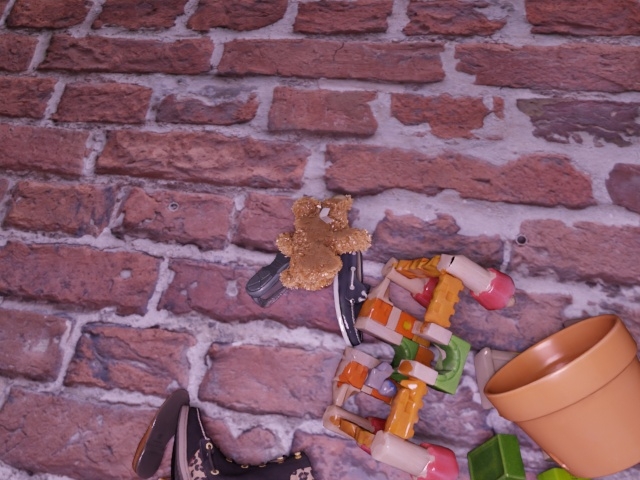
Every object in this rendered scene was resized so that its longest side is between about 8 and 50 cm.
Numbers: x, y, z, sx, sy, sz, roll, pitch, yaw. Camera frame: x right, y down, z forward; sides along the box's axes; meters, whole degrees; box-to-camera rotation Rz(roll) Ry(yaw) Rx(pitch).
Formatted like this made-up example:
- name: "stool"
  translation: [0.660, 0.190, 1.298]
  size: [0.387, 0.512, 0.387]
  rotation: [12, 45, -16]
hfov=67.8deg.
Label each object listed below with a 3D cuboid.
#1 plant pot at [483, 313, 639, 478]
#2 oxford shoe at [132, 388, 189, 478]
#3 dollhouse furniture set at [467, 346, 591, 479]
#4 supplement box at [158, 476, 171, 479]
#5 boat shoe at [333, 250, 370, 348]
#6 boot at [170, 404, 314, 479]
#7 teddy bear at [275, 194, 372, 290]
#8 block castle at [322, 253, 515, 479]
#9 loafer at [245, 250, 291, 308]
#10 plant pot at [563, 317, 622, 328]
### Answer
- name: "plant pot"
  translation: [0.495, 0.302, 0.907]
  size: [0.291, 0.291, 0.203]
  rotation: [-32, 77, -6]
- name: "oxford shoe"
  translation: [-0.399, 0.464, 1.172]
  size: [0.076, 0.076, 0.212]
  rotation: [-8, 46, 48]
- name: "dollhouse furniture set"
  translation: [0.443, 0.411, 1.071]
  size: [0.198, 0.151, 0.301]
  rotation: [10, 47, -6]
- name: "supplement box"
  translation: [-0.270, 0.617, 1.080]
  size: [0.234, 0.078, 0.080]
  rotation: [14, 70, 13]
- name: "boat shoe"
  translation: [0.082, 0.121, 1.218]
  size: [0.091, 0.114, 0.302]
  rotation: [-13, 67, 9]
- name: "boot"
  translation: [-0.177, 0.516, 1.055]
  size: [0.285, 0.138, 0.377]
  rotation: [2, 23, -22]
- name: "teddy bear"
  translation: [0.000, 0.000, 1.210]
  size: [0.246, 0.113, 0.337]
  rotation: [-13, 42, -5]
- name: "block castle"
  translation: [0.216, 0.261, 1.027]
  size: [0.213, 0.303, 0.452]
  rotation: [30, 72, -19]
- name: "loafer"
  translation: [-0.080, 0.075, 1.290]
  size: [0.268, 0.084, 0.096]
  rotation: [-39, 37, -15]
- name: "plant pot"
  translation: [0.645, 0.226, 1.102]
  size: [0.109, 0.096, 0.108]
  rotation: [-4, 67, 7]
